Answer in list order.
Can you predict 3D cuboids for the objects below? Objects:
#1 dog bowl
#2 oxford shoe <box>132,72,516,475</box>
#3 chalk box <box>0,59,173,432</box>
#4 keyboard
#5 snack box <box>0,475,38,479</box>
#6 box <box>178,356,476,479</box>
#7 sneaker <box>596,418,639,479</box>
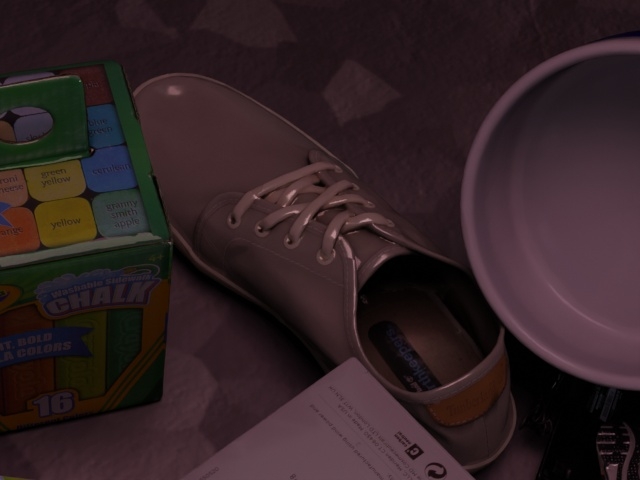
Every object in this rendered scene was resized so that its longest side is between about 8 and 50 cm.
[{"bbox_3d":[0.246,-0.026,1.345,0.265,0.265,0.104,31,24,15],"label":"dog bowl"},{"bbox_3d":[0.000,0.000,1.442,0.169,0.130,0.449,-32,63,-23],"label":"oxford shoe"},{"bbox_3d":[-0.215,-0.008,1.321,0.180,0.289,0.179,-10,57,-13],"label":"chalk box"},{"bbox_3d":[0.214,0.131,1.440,0.100,0.038,0.192,34,54,-11],"label":"keyboard"},{"bbox_3d":[-0.250,0.269,1.258,0.174,0.070,0.207,7,53,-1],"label":"snack box"},{"bbox_3d":[0.013,0.217,1.294,0.182,0.119,0.181,-34,65,-27],"label":"box"},{"bbox_3d":[0.233,0.187,1.382,0.040,0.044,0.109,5,46,1],"label":"sneaker"}]
